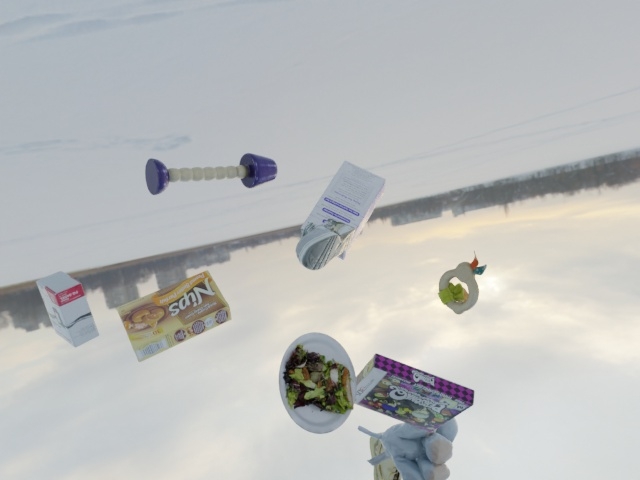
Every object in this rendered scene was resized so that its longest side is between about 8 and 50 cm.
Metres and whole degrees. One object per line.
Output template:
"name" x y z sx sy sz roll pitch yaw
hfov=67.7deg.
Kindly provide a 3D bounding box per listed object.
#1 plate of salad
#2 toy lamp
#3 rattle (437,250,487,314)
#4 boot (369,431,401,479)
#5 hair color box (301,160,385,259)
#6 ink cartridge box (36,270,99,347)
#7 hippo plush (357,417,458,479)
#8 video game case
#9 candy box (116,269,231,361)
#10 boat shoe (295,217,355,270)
"plate of salad" 0.004 0.285 0.969 0.199 0.200 0.048 -15 172 -42
"toy lamp" -0.214 -0.141 0.989 0.274 0.080 0.080 -11 -179 -39
"rattle" 0.437 0.111 1.366 0.142 0.200 0.130 4 -149 -28
"boot" 0.278 0.805 1.687 0.095 0.262 0.203 7 149 -31
"hair color box" 0.090 -0.118 1.819 0.185 0.339 0.110 27 159 14
"ink cartridge box" -0.592 0.162 1.119 0.109 0.151 0.063 15 -148 38
"hippo plush" 0.329 0.660 1.538 0.294 0.235 0.236 -31 158 34
"video game case" 0.193 0.351 1.084 0.231 0.042 0.210 21 140 -3
"candy box" -0.474 0.239 1.558 0.316 0.088 0.183 -23 -130 -24
"boat shoe" 0.002 -0.002 1.347 0.103 0.118 0.320 32 -157 14
